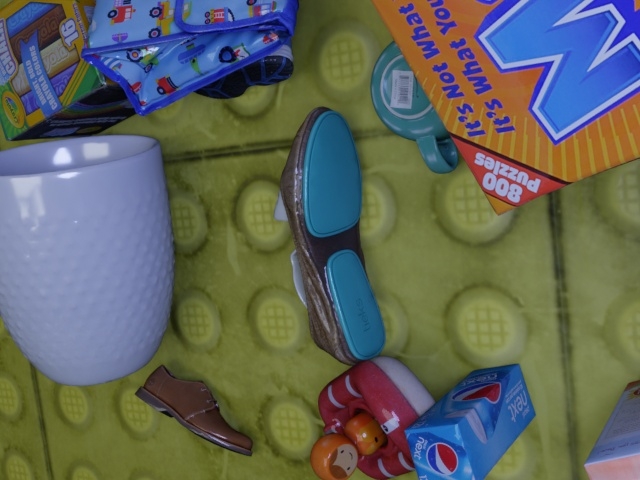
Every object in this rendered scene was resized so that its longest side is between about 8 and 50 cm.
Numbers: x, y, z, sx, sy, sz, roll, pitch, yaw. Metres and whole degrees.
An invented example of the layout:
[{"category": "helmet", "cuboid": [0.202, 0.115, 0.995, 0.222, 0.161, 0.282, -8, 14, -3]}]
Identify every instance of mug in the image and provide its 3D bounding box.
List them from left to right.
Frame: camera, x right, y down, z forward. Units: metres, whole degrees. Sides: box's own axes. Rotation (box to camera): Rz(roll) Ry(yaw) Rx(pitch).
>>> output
[{"category": "mug", "cuboid": [-0.390, 0.026, 1.173, 0.374, 0.276, 0.328, 8, 112, 35]}, {"category": "mug", "cuboid": [0.132, -0.171, 0.910, 0.129, 0.097, 0.158, -45, 75, 29]}]

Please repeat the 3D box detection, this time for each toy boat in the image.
[{"category": "toy boat", "cuboid": [0.051, 0.245, 0.967, 0.151, 0.151, 0.231, 53, 149, 7]}]

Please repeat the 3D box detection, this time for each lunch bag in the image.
[{"category": "lunch bag", "cuboid": [-0.135, -0.317, 0.997, 0.293, 0.138, 0.221, -11, 58, 23]}]

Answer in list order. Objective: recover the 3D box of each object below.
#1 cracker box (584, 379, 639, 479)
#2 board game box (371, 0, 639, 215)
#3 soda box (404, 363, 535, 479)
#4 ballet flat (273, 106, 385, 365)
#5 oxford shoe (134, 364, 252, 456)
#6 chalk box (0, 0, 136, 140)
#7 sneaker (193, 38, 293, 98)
[{"category": "cracker box", "cuboid": [0.366, 0.186, 0.754, 0.155, 0.232, 0.067, -24, 86, 33]}, {"category": "board game box", "cuboid": [0.255, -0.297, 0.580, 0.356, 0.356, 0.357, -25, 99, 45]}, {"category": "soda box", "cuboid": [0.177, 0.209, 0.887, 0.067, 0.210, 0.071, -17, 90, 32]}, {"category": "ballet flat", "cuboid": [0.000, 0.000, 1.033, 0.124, 0.116, 0.343, -4, 102, 50]}, {"category": "oxford shoe", "cuboid": [-0.187, 0.265, 1.211, 0.212, 0.076, 0.076, 30, 74, 13]}, {"category": "chalk box", "cuboid": [-0.381, -0.261, 1.161, 0.288, 0.180, 0.179, -17, 90, 31]}, {"category": "sneaker", "cuboid": [-0.121, -0.253, 1.076, 0.211, 0.080, 0.081, -4, 74, 32]}]
